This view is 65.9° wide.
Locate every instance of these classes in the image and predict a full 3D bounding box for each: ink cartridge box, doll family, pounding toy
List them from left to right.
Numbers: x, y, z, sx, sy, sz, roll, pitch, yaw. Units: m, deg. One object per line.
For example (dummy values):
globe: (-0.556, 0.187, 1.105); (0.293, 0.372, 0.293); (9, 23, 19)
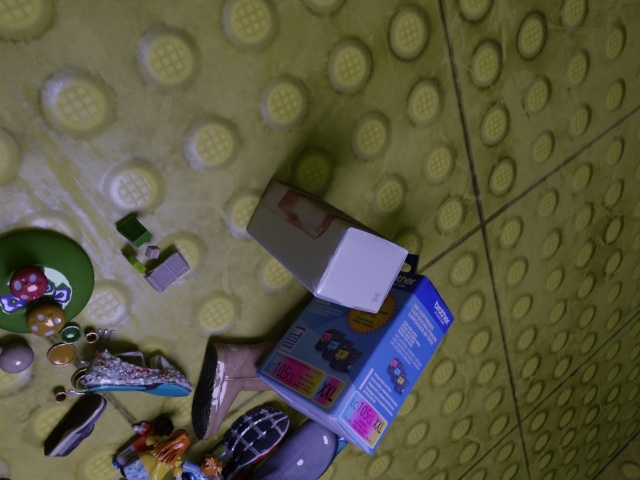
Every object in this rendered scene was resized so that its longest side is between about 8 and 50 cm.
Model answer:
pounding toy: (-0.471, 0.107, 0.786); (0.237, 0.110, 0.183); (-49, 128, -5)
doll family: (-0.295, 0.485, 1.017); (0.163, 0.118, 0.263); (-40, 101, -11)
ink cartridge box: (0.090, 0.197, 1.049); (0.395, 0.270, 0.151); (-50, 122, -23)

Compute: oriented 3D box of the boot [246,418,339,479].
boot: (-0.108, 0.540, 1.079); (0.338, 0.118, 0.222); (-52, 159, 9)

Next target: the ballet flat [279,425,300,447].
ballet flat: (-0.089, 0.555, 1.271); (0.052, 0.057, 0.168); (14, 103, -26)

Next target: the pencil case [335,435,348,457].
pencil case: (0.055, 0.524, 1.342); (0.152, 0.064, 0.070); (-49, 144, -6)

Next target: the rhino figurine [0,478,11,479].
rhino figurine: (-0.587, 0.484, 0.883); (0.073, 0.106, 0.243); (-34, 125, -17)

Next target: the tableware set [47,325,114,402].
tableware set: (-0.449, 0.229, 0.910); (0.104, 0.024, 0.154); (17, 101, -37)

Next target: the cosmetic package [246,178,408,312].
cosmetic package: (0.000, 0.000, 0.922); (0.153, 0.296, 0.129); (21, 100, -38)

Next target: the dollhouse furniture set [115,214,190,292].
dollhouse furniture set: (-0.313, 0.025, 0.907); (0.076, 0.058, 0.152); (-45, 147, -17)

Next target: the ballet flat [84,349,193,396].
ballet flat: (-0.338, 0.256, 0.954); (0.091, 0.077, 0.241); (-18, 153, 25)

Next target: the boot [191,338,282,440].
boot: (-0.136, 0.331, 1.118); (0.269, 0.089, 0.236); (7, 107, -36)

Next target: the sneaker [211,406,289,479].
sneaker: (-0.184, 0.512, 1.181); (0.279, 0.107, 0.118); (-41, 145, -7)

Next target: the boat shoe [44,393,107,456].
boat shoe: (-0.460, 0.354, 0.944); (0.152, 0.056, 0.049); (-42, 137, 4)
